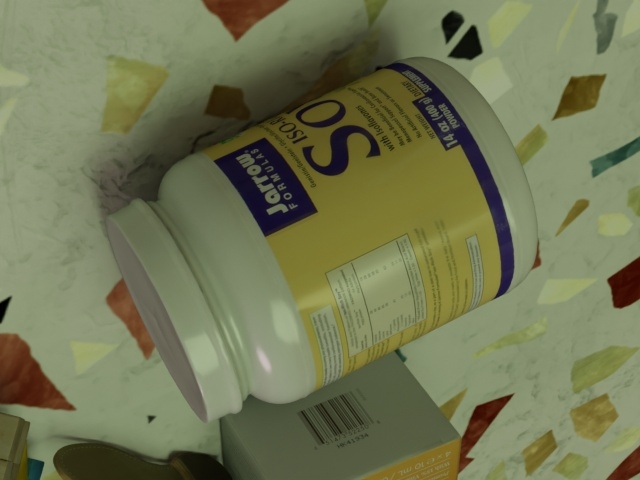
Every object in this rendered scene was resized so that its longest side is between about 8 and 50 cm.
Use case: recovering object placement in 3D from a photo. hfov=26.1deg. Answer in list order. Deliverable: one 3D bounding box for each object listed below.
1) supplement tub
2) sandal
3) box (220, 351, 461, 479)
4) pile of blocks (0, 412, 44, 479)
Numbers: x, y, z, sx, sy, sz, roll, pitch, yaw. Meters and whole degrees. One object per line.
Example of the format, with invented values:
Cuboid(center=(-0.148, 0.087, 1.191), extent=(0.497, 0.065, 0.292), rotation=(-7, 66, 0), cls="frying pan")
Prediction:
Cuboid(center=(0.000, 0.000, 1.244), extent=(0.331, 0.241, 0.241), rotation=(-26, 137, -15), cls="supplement tub")
Cuboid(center=(-0.199, 0.274, 1.465), extent=(0.240, 0.088, 0.079), rotation=(12, 122, -49), cls="sandal")
Cuboid(center=(0.021, 0.319, 1.596), extent=(0.215, 0.168, 0.345), rotation=(-20, 136, -20), cls="box")
Cuboid(center=(-0.350, 0.302, 1.386), extent=(0.113, 0.149, 0.362), rotation=(12, 117, 7), cls="pile of blocks")
